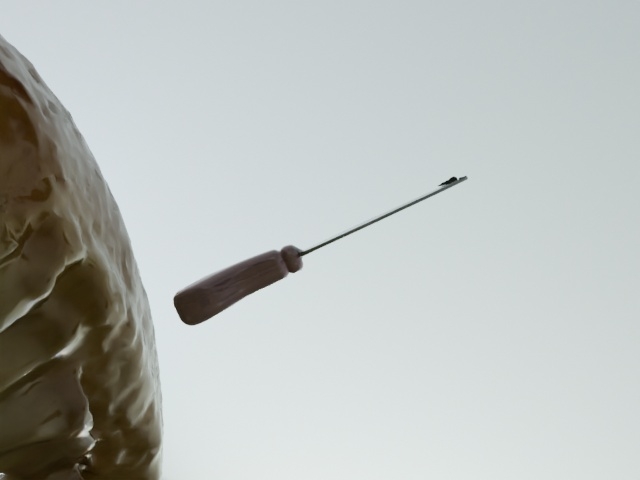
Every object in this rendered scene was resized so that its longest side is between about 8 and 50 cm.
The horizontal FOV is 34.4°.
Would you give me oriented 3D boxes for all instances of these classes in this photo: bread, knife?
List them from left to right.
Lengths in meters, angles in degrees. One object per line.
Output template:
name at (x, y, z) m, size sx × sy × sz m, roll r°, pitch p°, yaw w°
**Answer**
bread at (-0.184, 0.075, 0.414) m, size 0.236 × 0.183 × 0.389 m, roll 26°, pitch -41°, yaw 13°
knife at (-0.001, 0.000, 1.072) m, size 0.043 × 0.335 × 0.081 m, roll 63°, pitch 3°, yaw -2°
